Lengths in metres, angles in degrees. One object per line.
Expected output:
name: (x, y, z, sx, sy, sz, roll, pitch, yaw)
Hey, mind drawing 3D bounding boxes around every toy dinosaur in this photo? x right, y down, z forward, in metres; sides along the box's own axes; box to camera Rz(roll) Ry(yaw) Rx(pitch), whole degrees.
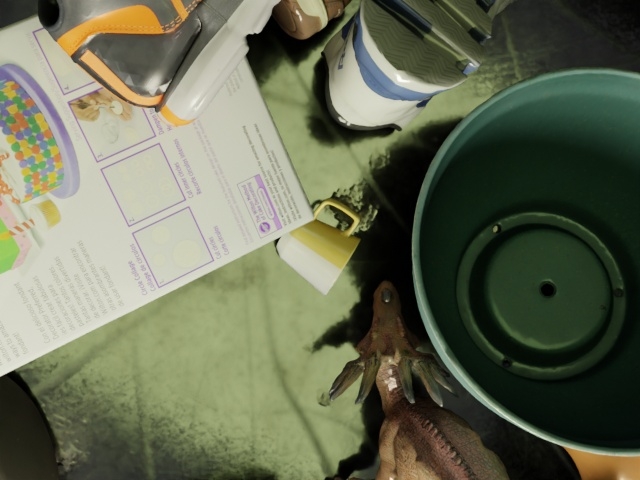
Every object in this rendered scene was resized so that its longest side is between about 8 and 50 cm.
toy dinosaur: (0.102, 0.184, 0.678, 0.127, 0.295, 0.200, -26, 135, -27)

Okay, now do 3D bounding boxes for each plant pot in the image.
plant pot: (0.213, 0.031, 0.678, 0.293, 0.196, 0.293, 0, 76, 0)

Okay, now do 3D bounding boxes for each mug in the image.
mug: (-0.001, 0.002, 0.743, 0.064, 0.062, 0.078, 32, 82, 2)

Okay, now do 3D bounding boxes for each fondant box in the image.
fondant box: (-0.203, -0.056, 0.655, 0.330, 0.096, 0.238, -27, 105, -15)

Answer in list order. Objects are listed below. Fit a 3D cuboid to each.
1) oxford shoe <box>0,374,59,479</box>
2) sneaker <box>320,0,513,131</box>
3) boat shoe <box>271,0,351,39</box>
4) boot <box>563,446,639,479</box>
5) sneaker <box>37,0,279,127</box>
oxford shoe: (-0.317, 0.159, 0.719, 0.076, 0.076, 0.212, -32, 97, 25)
sneaker: (0.089, -0.206, 0.712, 0.127, 0.182, 0.315, 42, 58, -8)
boat shoe: (-0.047, -0.301, 0.661, 0.095, 0.095, 0.257, -36, 118, -10)
boot: (0.283, 0.267, 0.770, 0.283, 0.109, 0.220, 20, 96, -10)
sneaker: (-0.081, -0.251, 0.543, 0.180, 0.124, 0.321, 33, 93, -19)
